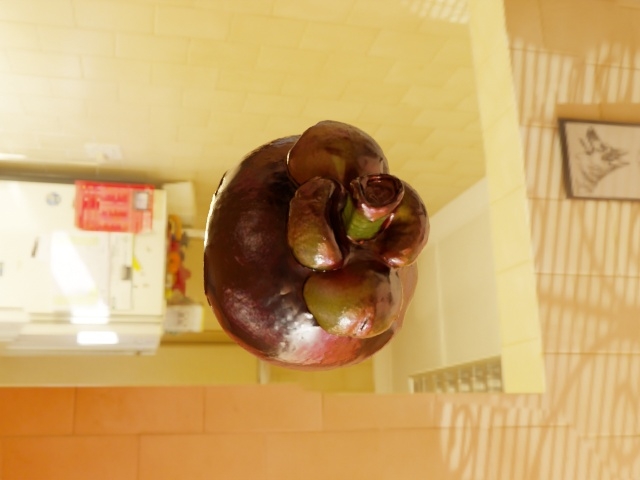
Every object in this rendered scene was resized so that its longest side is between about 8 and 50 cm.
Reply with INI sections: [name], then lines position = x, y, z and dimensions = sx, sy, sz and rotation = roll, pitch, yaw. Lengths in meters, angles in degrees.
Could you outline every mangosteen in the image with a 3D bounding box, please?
[mangosteen]
position = -0.004, 0.000, 0.810
dimensions = 0.287, 0.233, 0.287
rotation = 13, 90, -83
